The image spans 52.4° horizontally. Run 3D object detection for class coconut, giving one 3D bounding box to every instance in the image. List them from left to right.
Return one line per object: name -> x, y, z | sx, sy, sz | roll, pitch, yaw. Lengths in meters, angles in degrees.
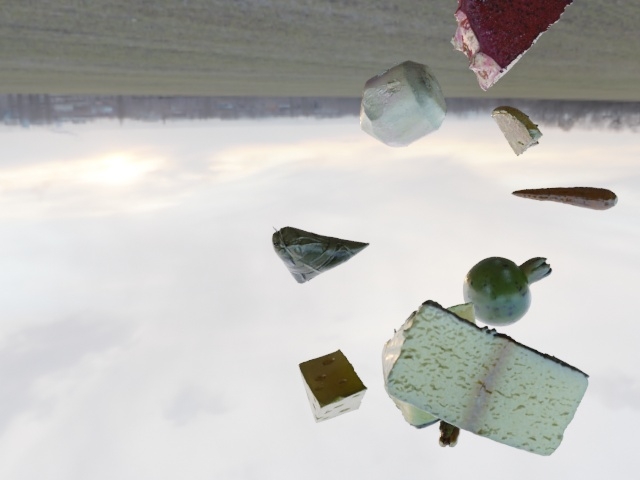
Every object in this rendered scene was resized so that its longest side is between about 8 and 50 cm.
coconut -> 0.156, -0.273, 1.328 | 0.183, 0.170, 0.171 | -22, -178, 24

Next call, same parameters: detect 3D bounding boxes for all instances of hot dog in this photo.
hot dog -> 0.341, 0.500, 1.720 | 0.057, 0.041, 0.133 | -12, -166, 25

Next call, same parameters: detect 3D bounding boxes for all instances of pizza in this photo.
pizza -> 0.493, -0.276, 1.620 | 0.046, 0.134, 0.175 | -30, -133, -5

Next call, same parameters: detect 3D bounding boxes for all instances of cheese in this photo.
cheese -> 0.028, 0.279, 1.192 | 0.093, 0.126, 0.171 | -17, 179, -11

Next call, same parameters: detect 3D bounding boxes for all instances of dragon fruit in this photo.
dragon fruit -> 0.304, -0.384, 1.134 | 0.274, 0.161, 0.126 | -46, -179, -24

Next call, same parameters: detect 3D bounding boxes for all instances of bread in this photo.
bread -> 0.222, 0.223, 1.339 | 0.168, 0.263, 0.163 | -12, -157, -13
bread -> 0.201, 0.162, 0.866 | 0.240, 0.135, 0.178 | 24, -173, -3

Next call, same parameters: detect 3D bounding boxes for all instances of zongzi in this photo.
zongzi -> 0.000, 0.000, 1.295 | 0.178, 0.081, 0.189 | -21, 149, 5

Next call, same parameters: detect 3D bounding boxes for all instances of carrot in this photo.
carrot -> 0.515, -0.095, 1.385 | 0.216, 0.048, 0.048 | 8, -166, 28

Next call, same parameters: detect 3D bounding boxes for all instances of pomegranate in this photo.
pomegranate -> 0.491, 0.121, 1.714 | 0.248, 0.202, 0.202 | -29, -172, 8
